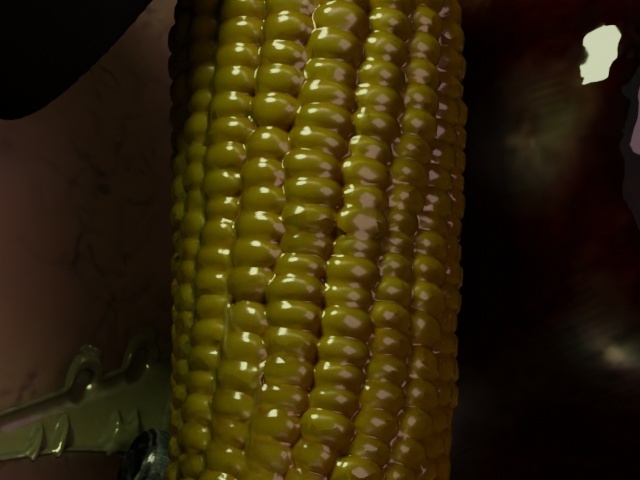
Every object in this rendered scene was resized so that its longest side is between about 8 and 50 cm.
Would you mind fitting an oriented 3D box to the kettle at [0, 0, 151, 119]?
[{"bbox_3d":[-0.188,-0.244,0.742,0.308,0.203,0.262,36,83,-26],"label":"kettle"}]

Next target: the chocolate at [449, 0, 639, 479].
[{"bbox_3d":[0.192,-0.027,0.948,0.384,0.331,0.383,19,62,-39],"label":"chocolate"}]

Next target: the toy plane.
[{"bbox_3d":[-0.055,0.106,0.847,0.242,0.104,0.256,25,67,-17],"label":"toy plane"}]

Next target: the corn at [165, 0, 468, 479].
[{"bbox_3d":[0.000,0.000,0.767,0.144,0.144,0.387,9,74,-41],"label":"corn"}]
